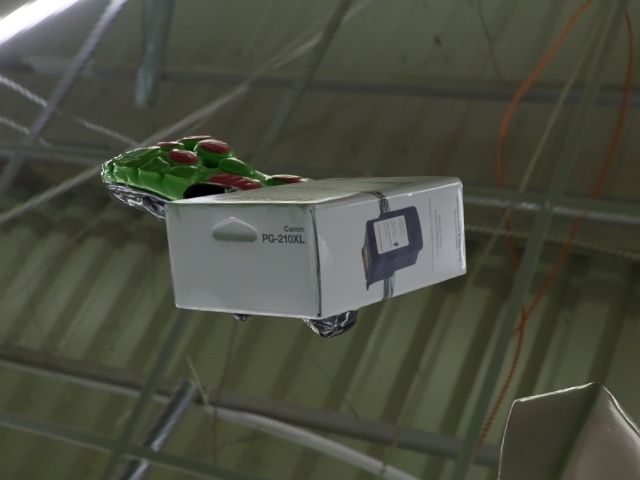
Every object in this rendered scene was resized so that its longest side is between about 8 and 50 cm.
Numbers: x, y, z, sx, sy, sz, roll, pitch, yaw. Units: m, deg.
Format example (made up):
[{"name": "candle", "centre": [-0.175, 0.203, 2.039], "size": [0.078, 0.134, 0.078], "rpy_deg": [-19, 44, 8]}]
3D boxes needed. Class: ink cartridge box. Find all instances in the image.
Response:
[{"name": "ink cartridge box", "centre": [0.000, 0.000, 1.081], "size": [0.172, 0.237, 0.100], "rpy_deg": [1, -82, 38]}]

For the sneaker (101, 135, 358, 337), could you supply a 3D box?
[{"name": "sneaker", "centre": [-0.128, -0.006, 1.527], "size": [0.185, 0.202, 0.483], "rpy_deg": [-17, -150, -39]}]

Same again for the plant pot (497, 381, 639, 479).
[{"name": "plant pot", "centre": [0.220, 0.204, 1.033], "size": [0.109, 0.109, 0.096], "rpy_deg": [-25, -158, 50]}]

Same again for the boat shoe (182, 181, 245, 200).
[{"name": "boat shoe", "centre": [-0.097, -0.023, 1.262], "size": [0.075, 0.065, 0.206], "rpy_deg": [-42, -157, -13]}]
